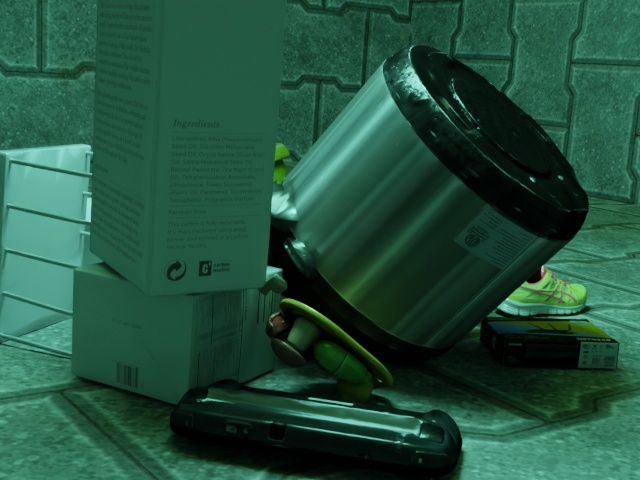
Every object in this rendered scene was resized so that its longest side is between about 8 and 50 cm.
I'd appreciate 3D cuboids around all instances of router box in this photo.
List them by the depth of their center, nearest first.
[{"bbox_3d":[0.351,0.157,1.418,0.179,0.046,0.133,2,11,-7],"label":"router box"}]

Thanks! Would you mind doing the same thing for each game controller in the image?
[{"bbox_3d":[-0.002,0.209,1.028,0.319,0.067,0.166,7,-3,13],"label":"game controller"}]

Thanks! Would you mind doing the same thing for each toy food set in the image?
[{"bbox_3d":[-0.011,0.141,1.150,0.218,0.071,0.128,41,-17,-11],"label":"toy food set"}]

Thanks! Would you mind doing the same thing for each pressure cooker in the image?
[{"bbox_3d":[0.121,-0.027,1.335,0.370,0.420,0.375,46,27,9],"label":"pressure cooker"}]

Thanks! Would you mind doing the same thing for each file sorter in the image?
[{"bbox_3d":[-0.350,0.014,1.335,0.173,0.277,0.193,13,13,21],"label":"file sorter"}]

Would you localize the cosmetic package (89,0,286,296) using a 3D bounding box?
[{"bbox_3d":[-0.169,-0.181,1.120,0.162,0.452,0.230,-3,15,-31],"label":"cosmetic package"}]

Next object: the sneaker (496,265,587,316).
[{"bbox_3d":[0.417,0.087,1.686,0.209,0.094,0.081,-2,10,-33],"label":"sneaker"}]

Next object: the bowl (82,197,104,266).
[{"bbox_3d":[-0.399,0.003,1.734,0.298,0.134,0.298,3,11,-1],"label":"bowl"}]

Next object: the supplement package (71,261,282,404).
[{"bbox_3d":[-0.188,0.107,1.215,0.194,0.149,0.203,11,13,29],"label":"supplement package"}]

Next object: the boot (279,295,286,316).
[{"bbox_3d":[-0.128,0.090,1.530,0.211,0.104,0.295,-2,11,31],"label":"boot"}]

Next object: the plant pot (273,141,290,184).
[{"bbox_3d":[-0.202,-0.170,2.526,0.228,0.207,0.227,7,11,9],"label":"plant pot"}]
